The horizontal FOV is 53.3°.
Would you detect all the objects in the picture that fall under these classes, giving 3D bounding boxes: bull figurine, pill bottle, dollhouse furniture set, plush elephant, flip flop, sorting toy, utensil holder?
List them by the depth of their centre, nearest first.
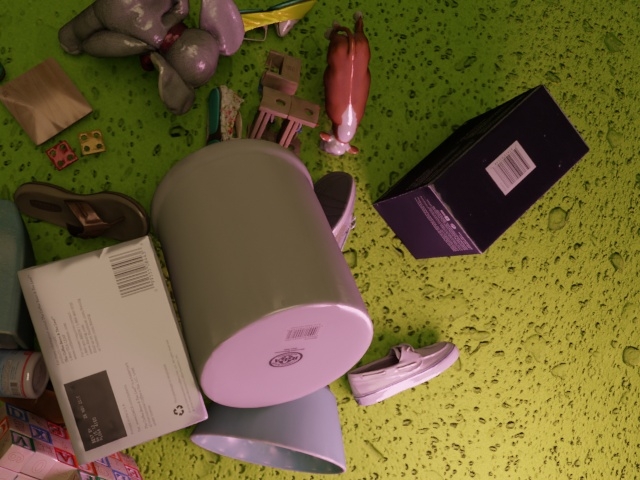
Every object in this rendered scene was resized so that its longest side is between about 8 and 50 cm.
[{"bbox_3d":[-0.114,0.061,1.165,0.328,0.327,0.385,-11,51,-16],"label":"utensil holder"},{"bbox_3d":[-0.592,0.243,1.173,0.160,0.087,0.087,3,86,1],"label":"pill bottle"},{"bbox_3d":[-0.467,-0.046,1.238,0.277,0.112,0.080,13,38,0],"label":"flip flop"},{"bbox_3d":[-0.308,-0.402,1.267,0.272,0.330,0.255,-47,118,-21],"label":"plush elephant"},{"bbox_3d":[-0.548,-0.269,1.288,0.132,0.046,0.274,-39,97,-15],"label":"sorting toy"},{"bbox_3d":[0.050,-0.332,1.373,0.101,0.310,0.188,1,51,-9],"label":"bull figurine"},{"bbox_3d":[-0.079,-0.295,1.404,0.129,0.129,0.183,16,53,-15],"label":"dollhouse furniture set"}]

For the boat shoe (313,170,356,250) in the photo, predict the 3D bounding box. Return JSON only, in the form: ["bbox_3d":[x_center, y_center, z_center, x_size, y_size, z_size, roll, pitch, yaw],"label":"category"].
[{"bbox_3d":[0.002,0.002,1.407,0.118,0.103,0.320,12,77,28],"label":"boat shoe"}]

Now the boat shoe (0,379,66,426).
[{"bbox_3d":[-0.556,0.299,1.237,0.207,0.073,0.073,29,76,9],"label":"boat shoe"}]

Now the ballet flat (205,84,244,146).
[{"bbox_3d":[-0.206,-0.212,1.368,0.077,0.091,0.240,9,88,-38],"label":"ballet flat"}]

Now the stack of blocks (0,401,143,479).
[{"bbox_3d":[-0.450,0.421,1.136,0.087,0.171,0.297,-51,127,-5],"label":"stack of blocks"}]

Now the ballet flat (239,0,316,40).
[{"bbox_3d":[-0.115,-0.488,1.420,0.231,0.077,0.077,-16,112,-14],"label":"ballet flat"}]

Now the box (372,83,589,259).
[{"bbox_3d":[0.337,-0.135,1.396,0.343,0.312,0.179,-41,98,-14],"label":"box"}]

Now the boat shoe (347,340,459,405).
[{"bbox_3d":[0.186,0.278,1.445,0.268,0.096,0.088,-22,98,-8],"label":"boat shoe"}]

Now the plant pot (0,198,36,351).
[{"bbox_3d":[-0.640,0.054,1.150,0.247,0.248,0.252,9,71,-15],"label":"plant pot"}]

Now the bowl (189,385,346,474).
[{"bbox_3d":[-0.089,0.351,1.276,0.312,0.311,0.163,19,63,-14],"label":"bowl"}]

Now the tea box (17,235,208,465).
[{"bbox_3d":[-0.368,0.181,1.168,0.220,0.323,0.328,-17,92,-16],"label":"tea box"}]
